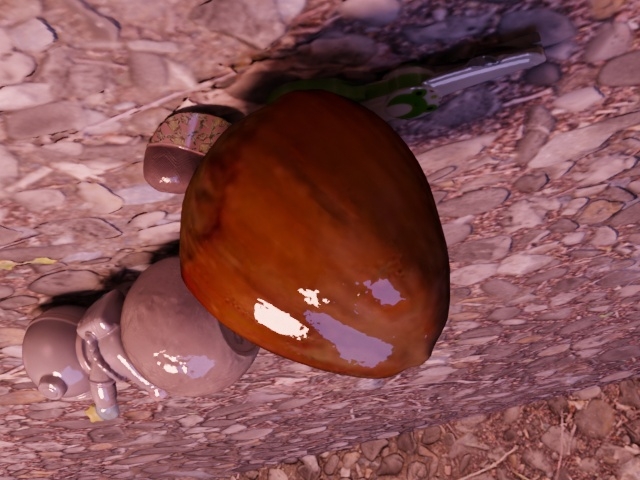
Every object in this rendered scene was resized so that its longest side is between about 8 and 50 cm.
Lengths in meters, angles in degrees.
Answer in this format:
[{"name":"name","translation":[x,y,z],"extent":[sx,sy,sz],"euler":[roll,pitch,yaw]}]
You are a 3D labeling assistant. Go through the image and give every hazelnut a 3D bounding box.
[{"name":"hazelnut","translation":[-0.007,0.006,0.637],"extent":[0.186,0.210,0.210],"euler":[1,156,-10]}]

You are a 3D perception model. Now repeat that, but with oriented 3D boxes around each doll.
[{"name":"doll","translation":[-0.199,0.102,0.925],"extent":[0.287,0.151,0.151],"euler":[-14,158,28]}]

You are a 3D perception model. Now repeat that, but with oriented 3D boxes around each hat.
[{"name":"hat","translation":[-0.102,-0.063,0.681],"extent":[0.087,0.042,0.058],"euler":[-24,153,30]}]

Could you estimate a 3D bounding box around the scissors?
[{"name":"scissors","translation":[0.064,-0.109,0.659],"extent":[0.204,0.027,0.101],"euler":[-15,158,17]}]
